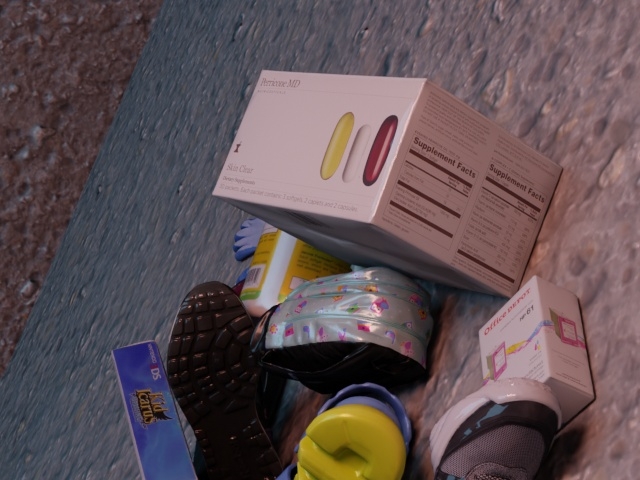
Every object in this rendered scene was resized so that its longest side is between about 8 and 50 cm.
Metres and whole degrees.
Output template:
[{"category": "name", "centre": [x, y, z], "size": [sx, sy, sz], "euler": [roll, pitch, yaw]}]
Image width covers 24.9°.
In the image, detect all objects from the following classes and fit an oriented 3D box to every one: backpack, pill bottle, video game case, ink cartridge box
[{"category": "backpack", "centre": [0.032, 0.098, 1.508], "size": [0.182, 0.152, 0.115], "euler": [-17, 60, 48]}, {"category": "pill bottle", "centre": [0.000, 0.000, 1.694], "size": [0.136, 0.136, 0.245], "euler": [-19, 49, 62]}, {"category": "video game case", "centre": [-0.171, 0.289, 1.664], "size": [0.269, 0.061, 0.244], "euler": [-117, 17, -56]}, {"category": "ink cartridge box", "centre": [0.185, 0.105, 1.257], "size": [0.088, 0.052, 0.122], "euler": [-50, 25, 35]}]

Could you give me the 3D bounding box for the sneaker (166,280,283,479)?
[{"category": "sneaker", "centre": [-0.114, 0.165, 1.668], "size": [0.124, 0.107, 0.283], "euler": [-106, 7, -67]}]

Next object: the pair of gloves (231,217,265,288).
[{"category": "pair of gloves", "centre": [-0.102, 0.026, 2.068], "size": [0.159, 0.023, 0.198], "euler": [-26, 44, 58]}]

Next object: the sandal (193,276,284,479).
[{"category": "sandal", "centre": [-0.096, 0.103, 1.846], "size": [0.167, 0.107, 0.445], "euler": [-1, 67, 68]}]

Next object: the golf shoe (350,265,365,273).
[{"category": "golf shoe", "centre": [0.094, 0.005, 1.570], "size": [0.176, 0.069, 0.086], "euler": [-59, 28, 20]}]

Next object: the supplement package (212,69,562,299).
[{"category": "supplement package", "centre": [0.062, -0.060, 1.434], "size": [0.262, 0.204, 0.145], "euler": [11, 76, 52]}]

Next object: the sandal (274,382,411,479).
[{"category": "sandal", "centre": [0.003, 0.259, 1.459], "size": [0.317, 0.126, 0.138], "euler": [-53, 1, 31]}]

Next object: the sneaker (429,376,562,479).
[{"category": "sneaker", "centre": [0.125, 0.245, 1.188], "size": [0.268, 0.101, 0.153], "euler": [-59, 22, 31]}]
